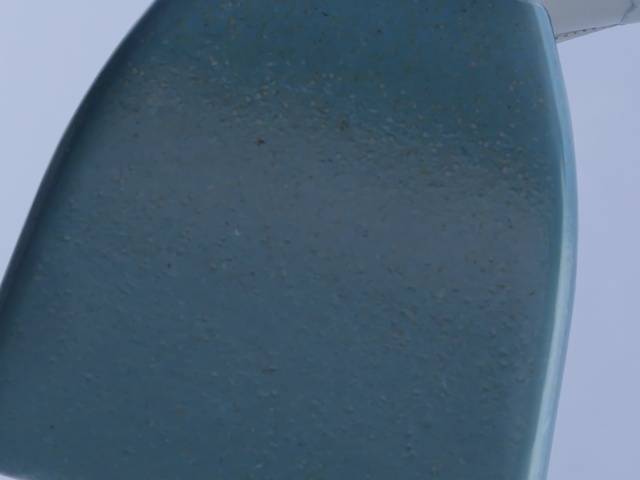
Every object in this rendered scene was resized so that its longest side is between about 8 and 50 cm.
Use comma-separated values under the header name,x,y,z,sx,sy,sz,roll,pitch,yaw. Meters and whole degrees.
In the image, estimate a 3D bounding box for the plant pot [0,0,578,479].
name,x,y,z,sx,sy,sz,roll,pitch,yaw
plant pot,0.000,0.000,0.879,0.247,0.247,0.252,15,-90,4

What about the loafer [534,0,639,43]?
name,x,y,z,sx,sy,sz,roll,pitch,yaw
loafer,0.223,-0.190,1.234,0.319,0.112,0.111,-28,-118,-13
